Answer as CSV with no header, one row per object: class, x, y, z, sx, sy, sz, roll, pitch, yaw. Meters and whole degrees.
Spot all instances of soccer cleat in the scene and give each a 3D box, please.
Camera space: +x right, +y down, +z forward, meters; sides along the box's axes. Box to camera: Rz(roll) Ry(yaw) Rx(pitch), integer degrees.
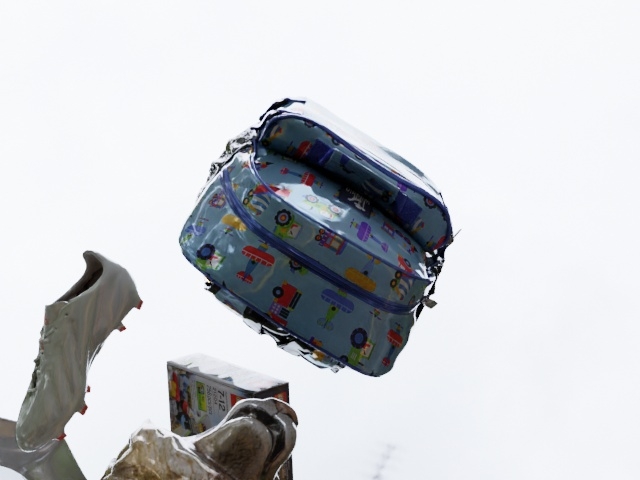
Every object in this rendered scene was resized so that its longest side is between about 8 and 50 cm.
soccer cleat,-0.232,0.098,1.334,0.076,0.068,0.196,47,-125,-32

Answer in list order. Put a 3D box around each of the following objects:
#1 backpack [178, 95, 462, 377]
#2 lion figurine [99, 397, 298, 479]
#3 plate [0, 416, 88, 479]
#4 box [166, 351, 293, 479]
backpack,0.000,0.000,0.855,0.158,0.173,0.117,34,-78,-3
lion figurine,0.005,0.252,0.672,0.142,0.392,0.240,-30,-10,-4
plate,-0.395,0.229,1.583,0.278,0.045,0.277,13,-22,4
box,-0.068,0.199,1.150,0.036,0.114,0.207,-13,-74,-39
